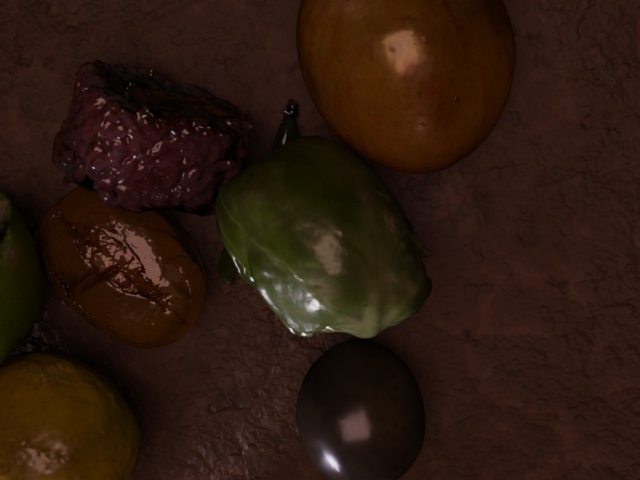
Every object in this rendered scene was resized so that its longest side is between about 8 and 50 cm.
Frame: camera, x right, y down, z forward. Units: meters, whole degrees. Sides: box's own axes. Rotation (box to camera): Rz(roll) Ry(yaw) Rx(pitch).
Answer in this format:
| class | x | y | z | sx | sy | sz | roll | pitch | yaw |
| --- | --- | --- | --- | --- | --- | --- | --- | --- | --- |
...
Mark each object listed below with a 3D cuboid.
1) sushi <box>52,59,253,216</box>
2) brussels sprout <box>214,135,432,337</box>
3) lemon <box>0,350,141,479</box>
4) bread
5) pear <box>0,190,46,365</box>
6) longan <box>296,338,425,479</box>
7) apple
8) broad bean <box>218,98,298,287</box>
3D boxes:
| class | x | y | z | sx | sy | sz | roll | pitch | yaw |
| --- | --- | --- | --- | --- | --- | --- | --- | --- | --- |
| sushi | -0.233 | -0.141 | 1.583 | 0.270 | 0.236 | 0.170 | 10 | 112 | -28 |
| brussels sprout | 0.000 | 0.000 | 1.535 | 0.247 | 0.328 | 0.328 | -30 | 94 | 6 |
| lemon | -0.405 | 0.286 | 1.637 | 0.310 | 0.253 | 0.253 | 30 | 100 | 24 |
| bread | -0.287 | 0.034 | 1.649 | 0.270 | 0.142 | 0.195 | 44 | 99 | -4 |
| pear | -0.548 | 0.113 | 1.602 | 0.399 | 0.399 | 0.165 | -35 | 120 | 8 |
| longan | 0.057 | 0.255 | 1.627 | 0.197 | 0.196 | 0.220 | -7 | 94 | 5 |
| apple | 0.116 | -0.243 | 1.516 | 0.299 | 0.299 | 0.275 | -3 | 125 | 5 |
| broad bean | -0.080 | -0.064 | 1.669 | 0.060 | 0.043 | 0.297 | 26 | 98 | 12 |
